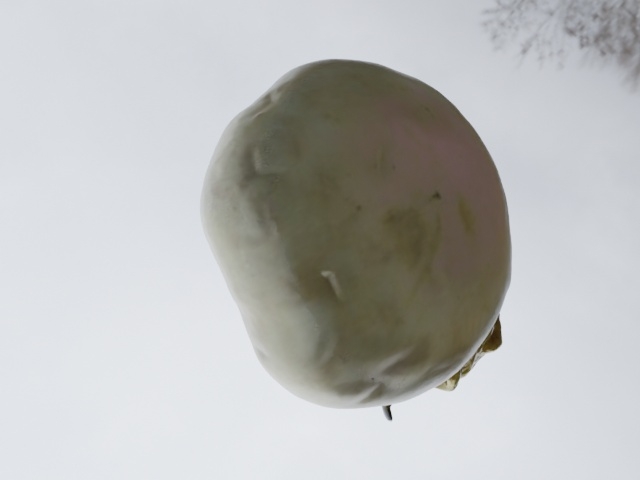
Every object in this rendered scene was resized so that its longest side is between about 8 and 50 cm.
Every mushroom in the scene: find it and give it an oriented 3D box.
[{"bbox_3d":[0.018,0.006,0.854,0.353,0.353,0.325,24,-141,-22],"label":"mushroom"}]

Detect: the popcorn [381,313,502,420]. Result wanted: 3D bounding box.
[{"bbox_3d":[0.106,0.127,1.198,0.316,0.280,0.297,3,175,9],"label":"popcorn"}]
